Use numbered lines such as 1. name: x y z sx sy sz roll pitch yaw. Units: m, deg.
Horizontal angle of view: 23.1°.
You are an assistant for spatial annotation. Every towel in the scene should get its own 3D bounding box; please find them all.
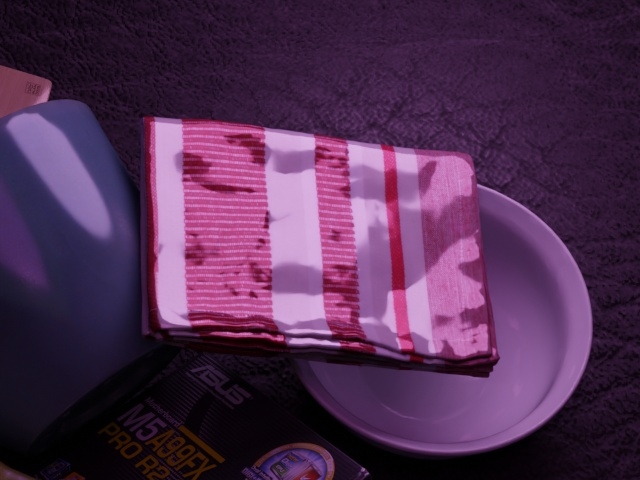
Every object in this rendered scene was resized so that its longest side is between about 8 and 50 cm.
1. towel: 0.000 0.000 1.415 0.329 0.037 0.237 6 58 -18

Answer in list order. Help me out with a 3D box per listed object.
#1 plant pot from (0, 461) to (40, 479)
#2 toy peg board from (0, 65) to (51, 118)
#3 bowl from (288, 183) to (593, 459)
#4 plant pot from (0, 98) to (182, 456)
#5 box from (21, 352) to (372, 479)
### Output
1. plant pot: -0.420 0.259 1.281 0.353 0.366 0.366 20 60 -6
2. toy peg board: -0.382 -0.106 1.638 0.160 0.079 0.161 16 59 -13
3. bowl: 0.104 0.094 1.514 0.297 0.134 0.298 2 60 -3
4. plant pot: -0.263 0.054 1.433 0.293 0.293 0.235 -34 80 -21
5. box: -0.110 0.227 1.390 0.216 0.060 0.270 -34 37 -21
